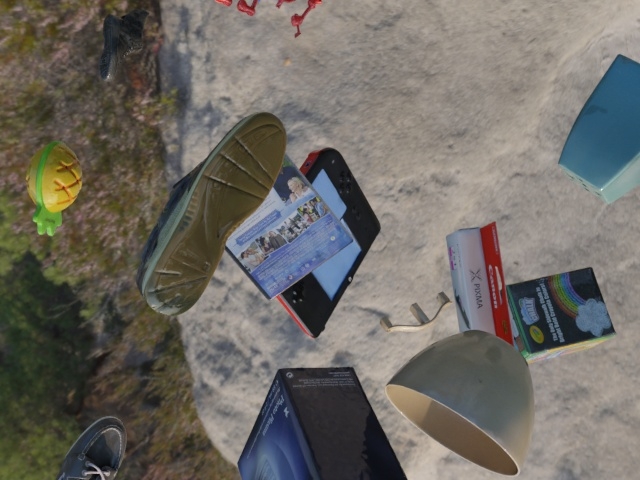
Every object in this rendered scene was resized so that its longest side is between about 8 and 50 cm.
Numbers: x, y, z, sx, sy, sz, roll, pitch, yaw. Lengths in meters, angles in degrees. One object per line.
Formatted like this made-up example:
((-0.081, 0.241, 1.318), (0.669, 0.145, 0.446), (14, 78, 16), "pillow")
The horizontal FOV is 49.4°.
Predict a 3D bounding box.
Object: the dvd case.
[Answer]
((-0.092, -0.044, 1.134), (0.180, 0.022, 0.253), (-36, 105, 11), "dvd case")

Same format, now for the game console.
((0.000, 0.000, 1.723), (0.060, 0.386, 0.342), (5, 142, 43), "game console")

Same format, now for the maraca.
((-0.520, -0.102, 1.351), (0.099, 0.127, 0.185), (7, 87, 8), "maraca")

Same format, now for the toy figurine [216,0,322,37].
((-0.186, -0.567, 1.482), (0.363, 0.217, 0.191), (21, 88, -19), "toy figurine")

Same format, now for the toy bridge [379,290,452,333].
((0.234, 0.176, 1.628), (0.063, 0.188, 0.026), (54, 152, 34), "toy bridge")

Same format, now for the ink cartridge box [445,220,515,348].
((0.347, 0.107, 1.536), (0.060, 0.239, 0.275), (-7, 84, -2), "ink cartridge box")

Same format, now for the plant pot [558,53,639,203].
((0.592, -0.204, 1.372), (0.166, 0.165, 0.234), (43, 100, 32), "plant pot")

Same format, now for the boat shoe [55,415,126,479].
((-0.474, 0.506, 1.343), (0.112, 0.335, 0.095), (39, 166, -30), "boat shoe")

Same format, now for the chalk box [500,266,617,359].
((0.527, 0.197, 1.702), (0.289, 0.179, 0.180), (-11, 70, -5), "chalk box")

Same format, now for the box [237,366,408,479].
((-0.008, 0.445, 1.316), (0.294, 0.183, 0.296), (60, 137, 46), "box")

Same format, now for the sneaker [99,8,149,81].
((-0.409, -0.409, 1.457), (0.051, 0.089, 0.170), (-5, 81, 44), "sneaker")

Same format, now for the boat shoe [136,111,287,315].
((-0.117, -0.035, 0.692), (0.073, 0.080, 0.223), (23, 81, 46), "boat shoe")

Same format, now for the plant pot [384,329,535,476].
((0.290, 0.283, 1.325), (0.284, 0.191, 0.284), (31, 159, 14), "plant pot")
